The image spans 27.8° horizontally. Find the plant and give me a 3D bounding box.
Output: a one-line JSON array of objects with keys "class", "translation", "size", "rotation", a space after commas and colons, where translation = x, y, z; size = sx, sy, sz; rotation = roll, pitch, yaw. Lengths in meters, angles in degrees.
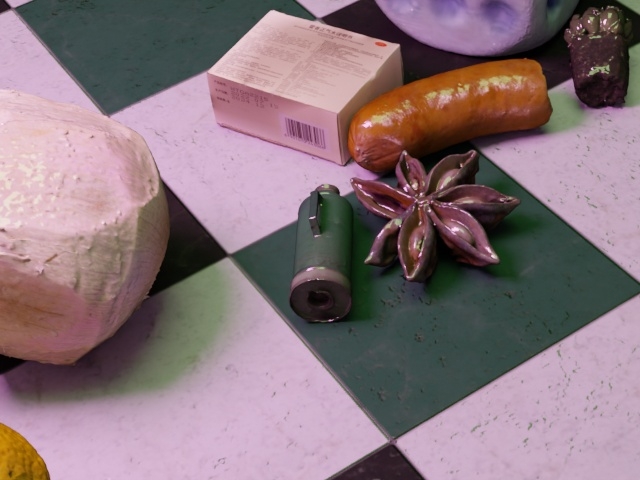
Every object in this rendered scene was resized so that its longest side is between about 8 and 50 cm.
[{"class": "plant", "translation": [0.373, -0.246, 1.721], "size": [0.092, 0.094, 0.143], "rotation": [-9, 53, 21]}]

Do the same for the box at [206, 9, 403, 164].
[{"class": "box", "translation": [-0.019, -0.211, 1.741], "size": [0.212, 0.095, 0.168], "rotation": [20, 53, 26]}]

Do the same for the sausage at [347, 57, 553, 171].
[{"class": "sausage", "translation": [0.161, -0.164, 1.660], "size": [0.271, 0.109, 0.109], "rotation": [-18, 45, -10]}]

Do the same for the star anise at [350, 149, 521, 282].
[{"class": "star anise", "translation": [0.142, -0.032, 1.548], "size": [0.197, 0.073, 0.212], "rotation": [-11, 47, 3]}]

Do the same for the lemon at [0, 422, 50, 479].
[{"class": "lemon", "translation": [-0.361, 0.258, 1.248], "size": [0.231, 0.192, 0.192], "rotation": [12, 47, 33]}]

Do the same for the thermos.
[{"class": "thermos", "translation": [0.000, 0.004, 1.531], "size": [0.073, 0.083, 0.187], "rotation": [-39, 31, 32]}]

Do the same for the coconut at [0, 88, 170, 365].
[{"class": "coconut", "translation": [-0.304, -0.008, 1.451], "size": [0.255, 0.297, 0.297], "rotation": [15, 42, -15]}]

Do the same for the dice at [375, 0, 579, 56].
[{"class": "dice", "translation": [0.227, -0.435, 1.809], "size": [0.268, 0.264, 0.262], "rotation": [19, 51, 25]}]
